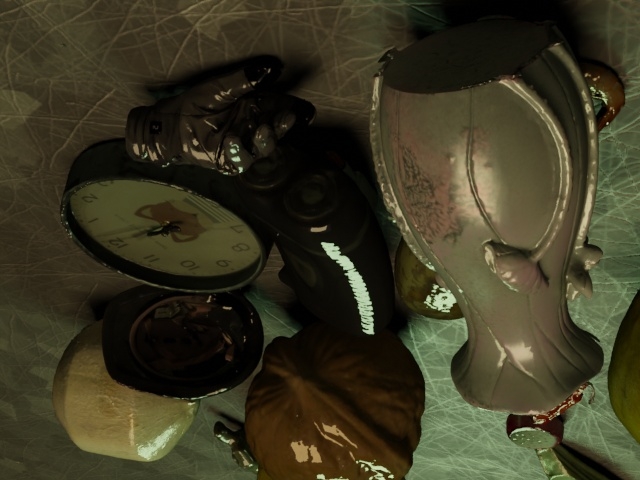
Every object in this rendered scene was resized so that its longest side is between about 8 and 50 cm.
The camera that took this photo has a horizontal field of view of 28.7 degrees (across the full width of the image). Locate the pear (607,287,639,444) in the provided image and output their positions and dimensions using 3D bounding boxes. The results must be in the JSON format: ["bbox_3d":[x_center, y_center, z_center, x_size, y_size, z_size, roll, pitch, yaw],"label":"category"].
[{"bbox_3d":[0.523,0.145,1.661,0.287,0.287,0.375,4,126,15],"label":"pear"}]

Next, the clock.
[{"bbox_3d":[-0.225,-0.027,1.858,0.325,0.067,0.325,9,148,6],"label":"clock"}]

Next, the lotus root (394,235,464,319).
[{"bbox_3d":[0.188,0.018,1.699,0.173,0.173,0.309,14,150,0],"label":"lotus root"}]

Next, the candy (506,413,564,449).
[{"bbox_3d":[0.380,0.335,2.219,0.103,0.043,0.103,10,148,6],"label":"candy"}]

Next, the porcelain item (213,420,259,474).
[{"bbox_3d":[-0.140,0.431,2.534,0.069,0.081,0.216,-18,137,40],"label":"porcelain item"}]

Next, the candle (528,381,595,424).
[{"bbox_3d":[0.407,0.273,2.107,0.053,0.048,0.162,-5,156,-28],"label":"candle"}]

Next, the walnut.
[{"bbox_3d":[0.023,0.267,2.005,0.333,0.332,0.333,10,148,6],"label":"walnut"}]

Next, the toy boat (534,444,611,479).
[{"bbox_3d":[0.500,0.461,2.361,0.093,0.055,0.293,-23,133,41],"label":"toy boat"}]

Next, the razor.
[{"bbox_3d":[0.001,-0.002,1.727,0.204,0.113,0.349,31,162,28],"label":"razor"}]

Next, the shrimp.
[{"bbox_3d":[0.307,-0.154,1.492,0.095,0.045,0.162,-7,143,-7],"label":"shrimp"}]

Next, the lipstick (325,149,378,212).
[{"bbox_3d":[0.038,-0.084,1.700,0.030,0.030,0.129,-5,144,28],"label":"lipstick"}]

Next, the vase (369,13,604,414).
[{"bbox_3d":[0.205,-0.018,1.438,0.250,0.250,0.445,-2,121,24],"label":"vase"}]

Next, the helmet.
[{"bbox_3d":[-0.219,0.161,2.042,0.254,0.198,0.154,-2,172,-1],"label":"helmet"}]

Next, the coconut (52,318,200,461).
[{"bbox_3d":[-0.321,0.256,2.178,0.247,0.245,0.245,7,148,15],"label":"coconut"}]

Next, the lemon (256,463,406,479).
[{"bbox_3d":[0.021,0.484,2.376,0.297,0.297,0.297,10,148,6],"label":"lemon"}]

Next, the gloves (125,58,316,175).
[{"bbox_3d":[-0.126,-0.152,1.583,0.286,0.142,0.119,1,-175,38],"label":"gloves"}]
